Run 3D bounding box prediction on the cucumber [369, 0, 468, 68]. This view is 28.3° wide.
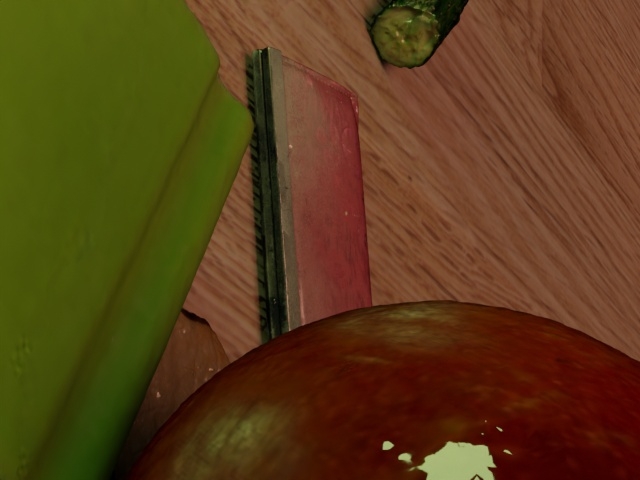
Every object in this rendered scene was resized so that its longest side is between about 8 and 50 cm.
[{"bbox_3d":[0.096,-0.202,1.033,0.058,0.058,0.187,65,32,-24],"label":"cucumber"}]

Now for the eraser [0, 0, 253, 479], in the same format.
[{"bbox_3d":[-0.134,-0.024,0.535,0.210,0.092,0.274,57,35,-36],"label":"eraser"}]

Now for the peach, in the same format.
[{"bbox_3d":[0.052,0.210,0.552,0.335,0.310,0.406,-45,131,-12],"label":"peach"}]

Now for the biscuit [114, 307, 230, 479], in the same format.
[{"bbox_3d":[-0.077,0.091,0.671,0.120,0.015,0.120,27,58,-55],"label":"biscuit"}]

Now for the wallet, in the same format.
[{"bbox_3d":[0.000,0.000,0.827,0.119,0.025,0.232,17,66,-57],"label":"wallet"}]
